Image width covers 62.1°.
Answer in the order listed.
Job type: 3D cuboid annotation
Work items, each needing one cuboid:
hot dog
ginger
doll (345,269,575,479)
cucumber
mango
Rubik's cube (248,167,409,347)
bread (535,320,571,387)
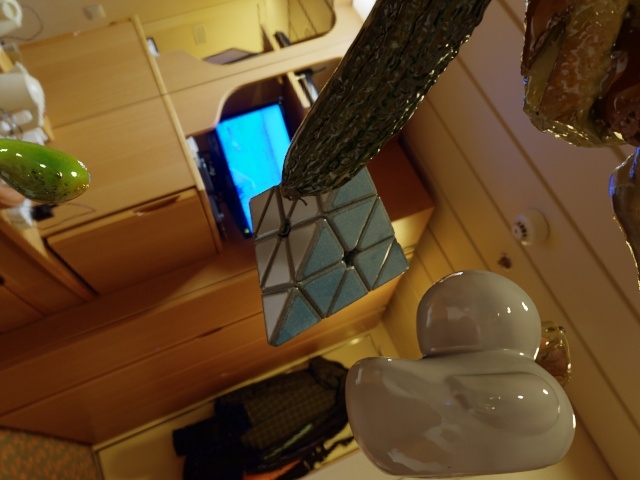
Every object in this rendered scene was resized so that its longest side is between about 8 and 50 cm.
[{"bbox_3d":[0.183,-0.152,0.310,0.103,0.146,0.213,28,54,-45],"label":"hot dog"},{"bbox_3d":[0.491,-0.030,0.794,0.148,0.081,0.334,-149,-131,-79],"label":"ginger"},{"bbox_3d":[0.143,0.131,0.552,0.221,0.251,0.221,-179,-90,-68],"label":"doll"},{"bbox_3d":[0.045,-0.122,0.436,0.265,0.077,0.077,-53,-127,41],"label":"cucumber"},{"bbox_3d":[-0.629,-0.151,1.178,0.233,0.111,0.125,16,51,-53],"label":"mango"},{"bbox_3d":[0.001,0.001,0.851,0.233,0.228,0.228,-46,114,-80],"label":"Rubik's cube"},{"bbox_3d":[0.469,0.299,1.260,0.099,0.235,0.210,-88,158,-52],"label":"bread"}]
